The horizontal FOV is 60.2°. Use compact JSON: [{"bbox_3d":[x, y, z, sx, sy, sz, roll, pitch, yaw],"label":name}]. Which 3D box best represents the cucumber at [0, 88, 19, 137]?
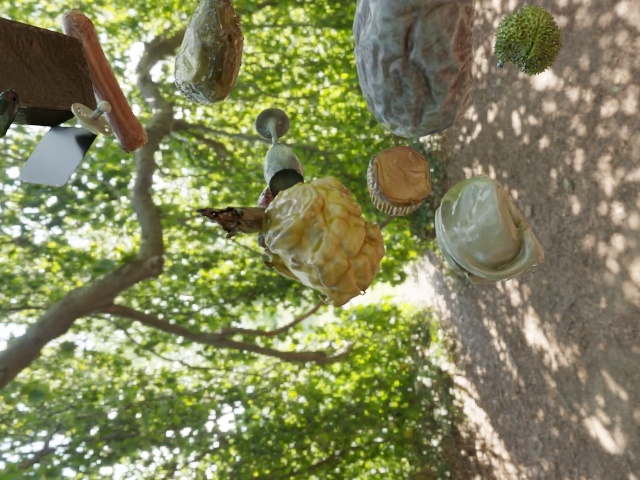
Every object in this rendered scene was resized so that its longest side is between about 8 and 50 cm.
[{"bbox_3d":[-0.593,-0.240,1.032,0.105,0.048,0.048,-39,35,30],"label":"cucumber"}]

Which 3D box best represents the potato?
[{"bbox_3d":[-0.281,-0.491,1.429,0.192,0.141,0.296,37,123,31],"label":"potato"}]

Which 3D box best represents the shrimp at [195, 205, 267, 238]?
[{"bbox_3d":[-0.171,-0.036,1.062,0.262,0.117,0.066,0,-88,-60],"label":"shrimp"}]

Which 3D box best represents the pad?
[{"bbox_3d":[-0.648,-0.125,1.317,0.055,0.250,0.323,15,-93,-53],"label":"pad"}]

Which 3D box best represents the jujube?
[{"bbox_3d":[0.165,-0.337,0.970,0.226,0.226,0.317,-94,-7,-45],"label":"jujube"}]

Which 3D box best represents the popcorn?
[{"bbox_3d":[0.000,0.000,0.992,0.250,0.190,0.250,36,148,27],"label":"popcorn"}]

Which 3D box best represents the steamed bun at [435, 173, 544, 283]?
[{"bbox_3d":[0.476,-0.015,1.632,0.342,0.255,0.368,57,-167,10],"label":"steamed bun"}]

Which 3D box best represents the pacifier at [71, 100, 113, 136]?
[{"bbox_3d":[-0.399,-0.227,0.989,0.083,0.064,0.068,34,-154,-43],"label":"pacifier"}]

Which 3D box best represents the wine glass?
[{"bbox_3d":[-0.168,-0.261,1.352,0.096,0.264,0.309,-45,34,23],"label":"wine glass"}]

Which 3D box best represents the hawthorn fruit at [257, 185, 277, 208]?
[{"bbox_3d":[-0.105,-0.103,1.683,0.202,0.185,0.185,63,-161,-53],"label":"hawthorn fruit"}]

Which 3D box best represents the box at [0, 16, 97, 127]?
[{"bbox_3d":[-0.649,-0.354,1.186,0.273,0.143,0.184,-18,-83,-63],"label":"box"}]

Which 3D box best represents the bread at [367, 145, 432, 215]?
[{"bbox_3d":[0.226,-0.171,1.612,0.104,0.199,0.199,100,167,-70],"label":"bread"}]

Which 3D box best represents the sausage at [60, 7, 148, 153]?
[{"bbox_3d":[-0.630,-0.457,1.608,0.094,0.094,0.418,40,153,63],"label":"sausage"}]

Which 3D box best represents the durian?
[{"bbox_3d":[0.516,-0.488,1.355,0.146,0.159,0.198,-59,-28,10],"label":"durian"}]
